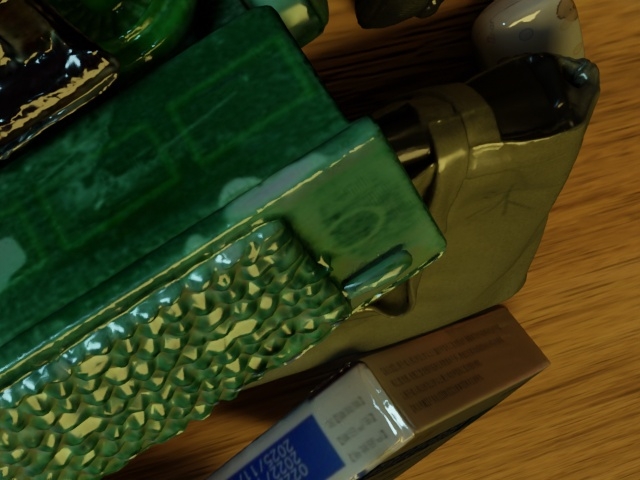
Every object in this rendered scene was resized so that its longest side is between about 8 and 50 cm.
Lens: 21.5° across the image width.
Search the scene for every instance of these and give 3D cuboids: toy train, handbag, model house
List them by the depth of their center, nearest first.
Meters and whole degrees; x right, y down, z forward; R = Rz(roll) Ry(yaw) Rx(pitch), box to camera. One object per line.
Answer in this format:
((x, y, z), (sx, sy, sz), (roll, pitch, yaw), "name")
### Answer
((-0.192, -0.091, 0.658), (0.165, 0.106, 0.152), (-32, 150, 2), "model house")
((-0.096, -0.024, 0.765), (0.266, 0.202, 0.145), (-33, 152, 2), "toy train")
((0.004, -0.003, 1.001), (0.315, 0.109, 0.253), (-15, 156, -14), "handbag")

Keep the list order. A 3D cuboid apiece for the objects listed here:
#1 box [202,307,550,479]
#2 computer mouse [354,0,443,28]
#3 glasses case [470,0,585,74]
((0.033, 0.143, 1.230), (0.200, 0.065, 0.343), (-39, 169, 20), "box")
((0.052, -0.147, 0.866), (0.079, 0.047, 0.135), (-20, 154, -15), "computer mouse")
((0.128, -0.102, 1.020), (0.063, 0.041, 0.164), (-28, 154, -2), "glasses case")
